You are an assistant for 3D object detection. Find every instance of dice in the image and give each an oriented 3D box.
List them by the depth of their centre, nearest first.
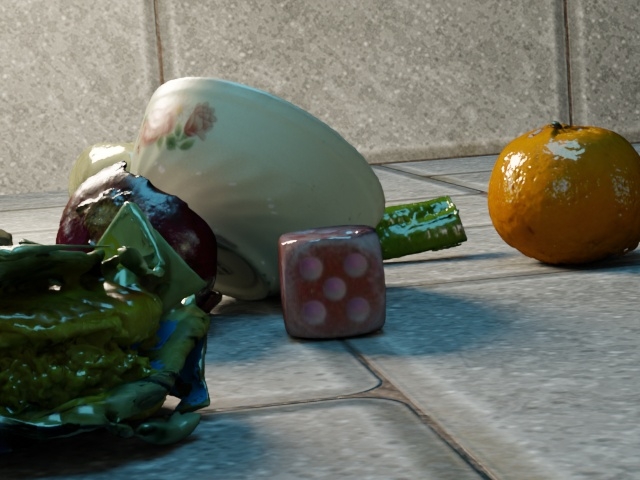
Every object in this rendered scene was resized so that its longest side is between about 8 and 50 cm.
[{"bbox_3d":[0.010,0.036,1.343,0.091,0.094,0.093,-4,8,-4],"label":"dice"}]

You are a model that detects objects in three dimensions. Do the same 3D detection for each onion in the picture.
[{"bbox_3d":[-0.169,0.035,1.426,0.173,0.198,0.135,23,65,43],"label":"onion"}]

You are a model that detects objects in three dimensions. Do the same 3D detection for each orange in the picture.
[{"bbox_3d":[0.284,-0.056,1.697,0.193,0.161,0.193,1,6,0],"label":"orange"}]

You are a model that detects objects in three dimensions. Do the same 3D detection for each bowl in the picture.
[{"bbox_3d":[-0.083,-0.032,1.544,0.277,0.145,0.277,22,-26,11],"label":"bowl"}]

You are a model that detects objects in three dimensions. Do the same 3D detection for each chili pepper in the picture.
[{"bbox_3d":[-0.001,0.000,1.780,0.359,0.076,0.085,-8,42,-14],"label":"chili pepper"}]

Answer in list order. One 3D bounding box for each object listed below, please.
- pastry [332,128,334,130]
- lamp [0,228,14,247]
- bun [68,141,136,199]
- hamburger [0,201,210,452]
[{"bbox_3d":[-0.074,-0.090,2.105,0.265,0.133,0.265,8,-14,2],"label":"pastry"},{"bbox_3d":[-0.507,0.014,1.843,0.250,0.101,0.101,-3,6,-9],"label":"lamp"},{"bbox_3d":[-0.198,-0.040,1.891,0.259,0.160,0.259,6,-7,1],"label":"bun"},{"bbox_3d":[-0.200,0.060,1.030,0.260,0.150,0.276,-7,8,-15],"label":"hamburger"}]
